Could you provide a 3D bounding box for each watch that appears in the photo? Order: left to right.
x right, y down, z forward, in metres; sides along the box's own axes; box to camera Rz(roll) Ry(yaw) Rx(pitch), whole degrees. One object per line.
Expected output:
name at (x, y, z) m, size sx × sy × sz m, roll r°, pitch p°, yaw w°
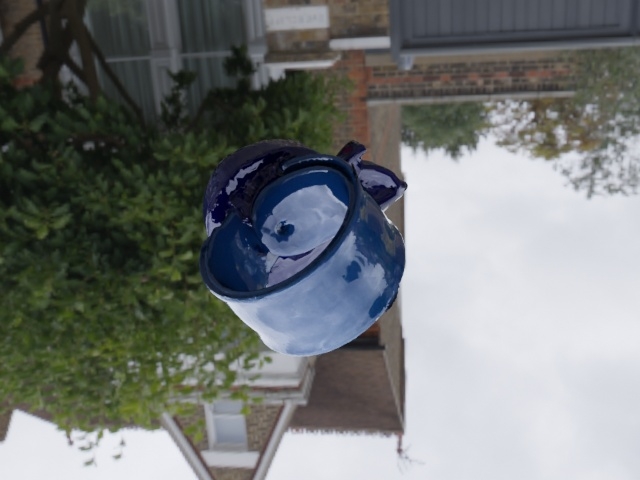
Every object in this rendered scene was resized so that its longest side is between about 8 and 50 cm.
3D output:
watch at (-0.009, 0.001, 0.734) m, size 0.196 × 0.171 × 0.200 m, roll -44°, pitch -144°, yaw 10°
